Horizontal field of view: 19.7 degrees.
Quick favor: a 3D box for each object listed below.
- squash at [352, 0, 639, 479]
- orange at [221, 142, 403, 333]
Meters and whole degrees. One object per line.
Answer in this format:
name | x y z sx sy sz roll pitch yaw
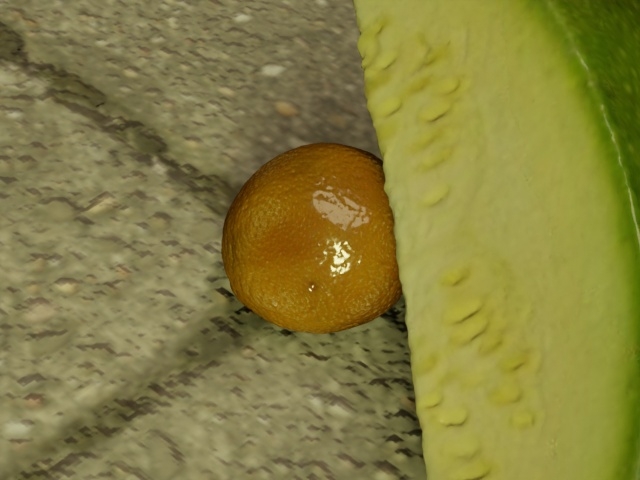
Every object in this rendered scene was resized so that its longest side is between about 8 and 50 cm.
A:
squash | 0.073 -0.006 0.684 0.203 0.111 0.289 52 34 -20
orange | 0.000 0.000 0.753 0.085 0.085 0.085 9 41 -8
